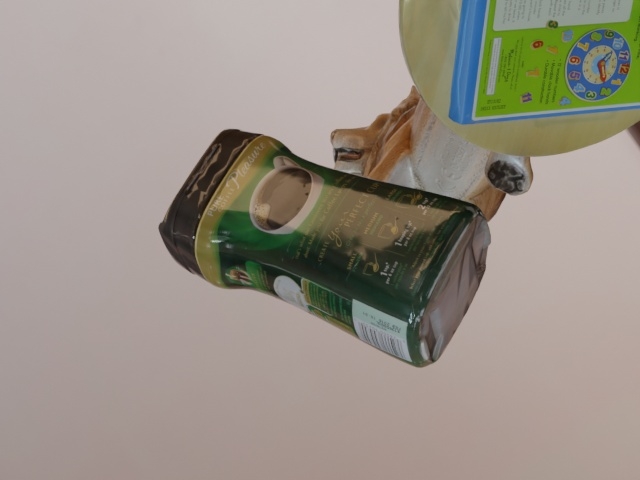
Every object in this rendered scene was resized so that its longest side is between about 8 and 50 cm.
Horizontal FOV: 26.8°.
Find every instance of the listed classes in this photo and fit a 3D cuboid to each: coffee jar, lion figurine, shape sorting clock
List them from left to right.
[{"bbox_3d":[0.000,0.000,0.795,0.096,0.184,0.079,-58,154,-23],"label":"coffee jar"},{"bbox_3d":[0.107,-0.099,0.968,0.240,0.142,0.392,-61,-176,-39],"label":"lion figurine"},{"bbox_3d":[0.136,-0.138,0.714,0.206,0.206,0.040,-35,-144,6],"label":"shape sorting clock"}]
